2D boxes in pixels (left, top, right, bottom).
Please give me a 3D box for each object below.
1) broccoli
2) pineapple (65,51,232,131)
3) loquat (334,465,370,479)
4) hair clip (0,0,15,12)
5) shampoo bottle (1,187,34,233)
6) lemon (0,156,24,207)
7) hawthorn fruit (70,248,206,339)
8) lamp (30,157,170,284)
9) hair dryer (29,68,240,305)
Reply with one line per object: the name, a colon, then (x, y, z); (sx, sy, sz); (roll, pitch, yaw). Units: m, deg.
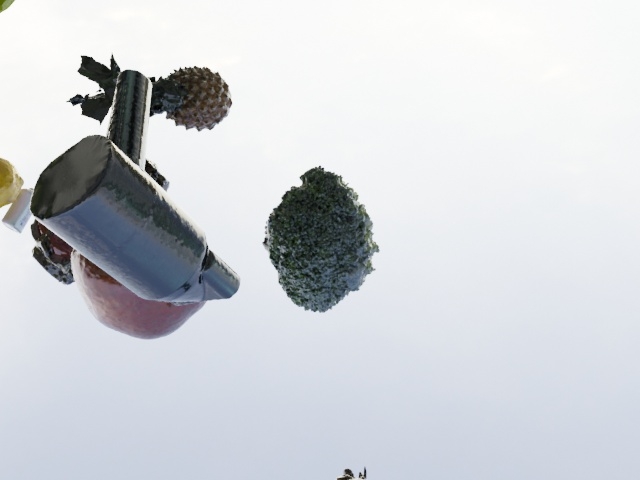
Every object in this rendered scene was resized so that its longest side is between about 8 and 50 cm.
broccoli: (-0.001, -0.001, 1.389); (0.197, 0.176, 0.227); (-9, -113, 9)
pineapple: (-0.268, -0.239, 1.293); (0.130, 0.119, 0.277); (52, -152, 17)
loquat: (0.056, 0.402, 1.126); (0.163, 0.137, 0.163); (-3, -105, 13)
hair clip: (-0.334, -0.291, 0.736); (0.072, 0.173, 0.046); (-28, 173, 34)
shampoo bottle: (-0.650, -0.070, 1.748); (0.043, 0.072, 0.099); (25, -105, 0)
lemon: (-0.699, -0.120, 1.674); (0.155, 0.114, 0.114); (-3, -144, -6)
hawthorn fruit: (-0.286, 0.030, 1.226); (0.210, 0.262, 0.211); (-9, -124, 14)
lamp: (-0.399, -0.045, 1.464); (0.274, 0.177, 0.177); (-47, -132, -4)
hair dryer: (-0.204, -0.073, 0.975); (0.116, 0.244, 0.303); (-21, -133, 21)
